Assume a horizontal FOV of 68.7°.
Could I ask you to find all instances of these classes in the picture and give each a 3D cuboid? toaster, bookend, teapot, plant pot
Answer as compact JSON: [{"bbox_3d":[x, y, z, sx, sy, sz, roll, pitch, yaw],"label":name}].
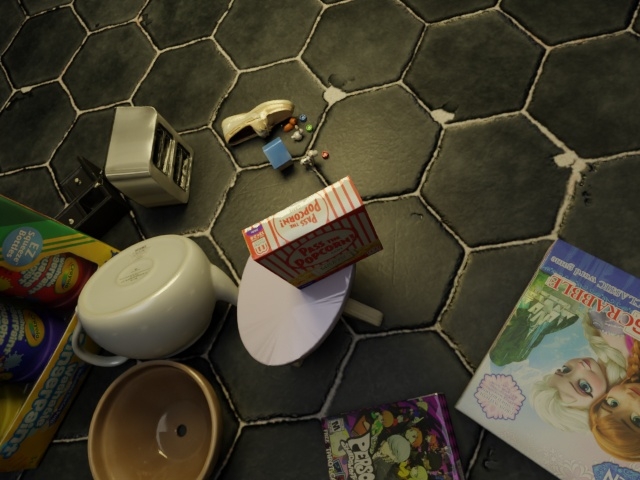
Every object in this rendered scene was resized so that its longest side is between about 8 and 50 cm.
[{"bbox_3d":[-0.355,-0.163,0.969,0.110,0.168,0.186,-3,71,13],"label":"toaster"},{"bbox_3d":[-0.534,-0.079,1.041,0.156,0.072,0.157,-43,66,-2],"label":"bookend"},{"bbox_3d":[-0.295,0.127,0.855,0.255,0.187,0.253,7,43,35],"label":"teapot"},{"bbox_3d":[-0.266,0.332,0.811,0.237,0.110,0.238,-4,70,12],"label":"plant pot"}]

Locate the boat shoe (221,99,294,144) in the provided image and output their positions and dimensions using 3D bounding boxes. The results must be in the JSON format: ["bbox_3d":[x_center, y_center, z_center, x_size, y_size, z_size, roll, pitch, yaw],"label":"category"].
[{"bbox_3d":[-0.131,-0.246,1.000,0.169,0.063,0.059,-16,71,19],"label":"boat shoe"}]

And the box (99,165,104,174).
[{"bbox_3d":[-0.440,-0.165,1.056,0.062,0.052,0.083,24,79,19],"label":"box"}]

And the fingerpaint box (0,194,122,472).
[{"bbox_3d":[-0.566,0.163,0.806,0.163,0.371,0.445,21,77,22],"label":"fingerpaint box"}]

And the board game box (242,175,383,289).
[{"bbox_3d":[0.000,0.000,0.634,0.146,0.193,0.045,-27,69,6],"label":"board game box"}]

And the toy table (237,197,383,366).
[{"bbox_3d":[-0.020,0.082,0.804,0.252,0.161,0.274,29,82,21],"label":"toy table"}]

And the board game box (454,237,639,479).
[{"bbox_3d":[0.421,0.208,0.695,0.318,0.066,0.318,31,82,22],"label":"board game box"}]

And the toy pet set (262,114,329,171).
[{"bbox_3d":[-0.062,-0.204,0.962,0.114,0.065,0.122,-31,67,3],"label":"toy pet set"}]

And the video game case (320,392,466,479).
[{"bbox_3d":[0.113,0.367,0.701,0.210,0.041,0.232,-21,64,25],"label":"video game case"}]
